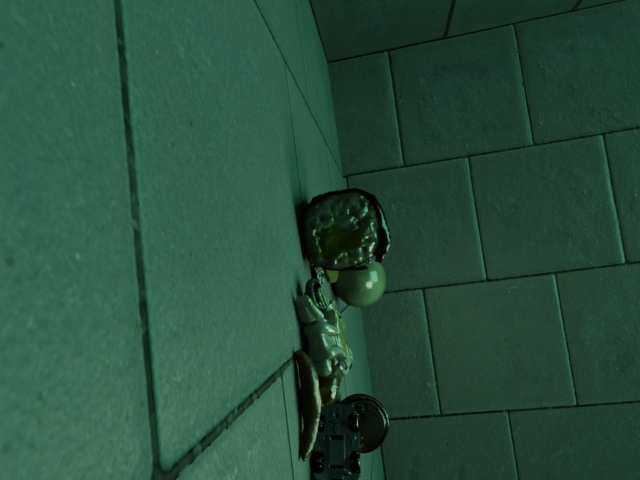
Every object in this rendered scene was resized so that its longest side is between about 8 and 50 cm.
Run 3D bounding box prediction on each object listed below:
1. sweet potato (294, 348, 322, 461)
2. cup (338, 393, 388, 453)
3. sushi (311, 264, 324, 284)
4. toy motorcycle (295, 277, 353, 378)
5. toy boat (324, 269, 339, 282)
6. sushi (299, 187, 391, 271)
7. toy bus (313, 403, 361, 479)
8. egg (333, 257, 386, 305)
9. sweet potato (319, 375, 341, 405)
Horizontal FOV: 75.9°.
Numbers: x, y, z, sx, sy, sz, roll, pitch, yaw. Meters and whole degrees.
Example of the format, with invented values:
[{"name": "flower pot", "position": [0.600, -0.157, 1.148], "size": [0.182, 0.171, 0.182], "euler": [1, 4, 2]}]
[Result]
[{"name": "sweet potato", "position": [-0.028, 0.404, 1.029], "size": [0.078, 0.058, 0.256], "euler": [30, 53, -58]}, {"name": "cup", "position": [0.144, 0.660, 1.523], "size": [0.280, 0.196, 0.197], "euler": [83, 1, -76]}, {"name": "sushi", "position": [-0.015, 0.122, 1.456], "size": [0.046, 0.044, 0.083], "euler": [-44, 127, -52]}, {"name": "toy motorcycle", "position": [0.015, 0.286, 1.209], "size": [0.223, 0.107, 0.341], "euler": [-60, 132, -61]}, {"name": "toy boat", "position": [0.043, 0.113, 1.740], "size": [0.066, 0.064, 0.172], "euler": [-122, -160, -60]}, {"name": "sushi", "position": [0.093, -0.044, 1.439], "size": [0.294, 0.299, 0.282], "euler": [-53, 149, -80]}, {"name": "toy bus", "position": [0.046, 0.575, 1.131], "size": [0.210, 0.125, 0.136], "euler": [-89, 176, -49]}, {"name": "egg", "position": [0.186, 0.188, 1.954], "size": [0.352, 0.258, 0.259], "euler": [63, 21, -71]}, {"name": "sweet potato", "position": [0.033, 0.422, 1.343], "size": [0.244, 0.077, 0.077], "euler": [-81, 161, -57]}]
